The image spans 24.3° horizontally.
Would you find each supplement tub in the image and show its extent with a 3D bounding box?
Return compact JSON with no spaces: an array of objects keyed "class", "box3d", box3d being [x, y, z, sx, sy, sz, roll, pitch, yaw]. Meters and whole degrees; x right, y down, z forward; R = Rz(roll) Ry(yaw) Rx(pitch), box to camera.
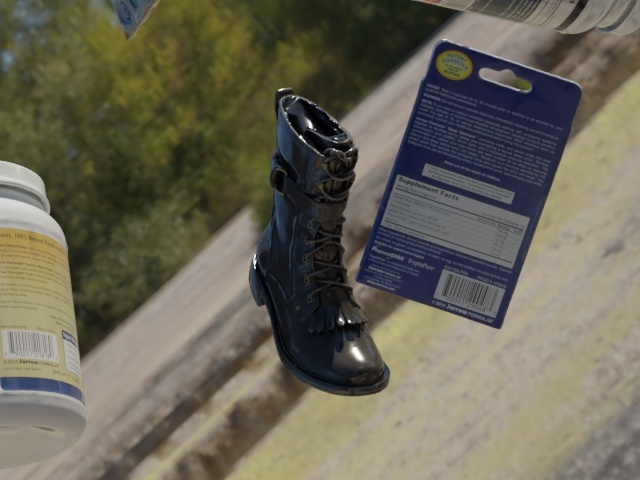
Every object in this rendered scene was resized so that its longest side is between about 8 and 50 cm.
[{"class":"supplement tub","box3d":[0.225,-0.332,1.617,0.191,0.272,0.191,-170,90,-76]},{"class":"supplement tub","box3d":[-0.395,0.088,1.700,0.228,0.316,0.228,-9,-22,-4]}]

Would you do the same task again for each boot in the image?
[{"class":"boot","box3d":[0.000,0.000,1.457,0.091,0.263,0.229,-11,-49,-28]}]

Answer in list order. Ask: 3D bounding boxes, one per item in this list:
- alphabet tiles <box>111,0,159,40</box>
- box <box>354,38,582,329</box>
[{"class":"alphabet tiles","box3d":[-0.178,-0.305,1.222,0.009,0.237,0.198,-21,-4,-23]},{"class":"box","box3d":[0.129,-0.050,1.289,0.036,0.136,0.225,-63,-8,-77]}]
